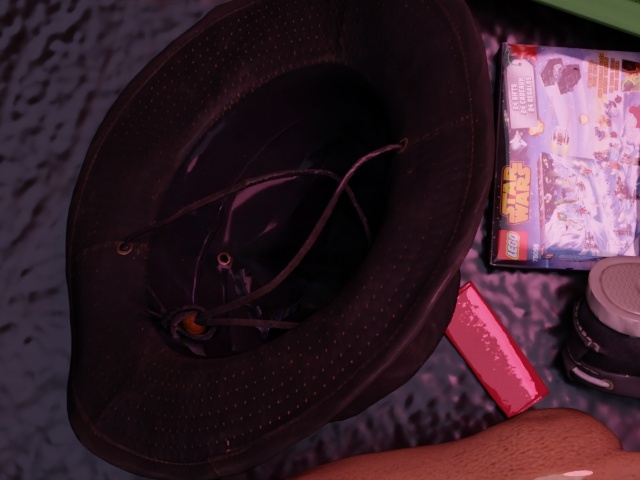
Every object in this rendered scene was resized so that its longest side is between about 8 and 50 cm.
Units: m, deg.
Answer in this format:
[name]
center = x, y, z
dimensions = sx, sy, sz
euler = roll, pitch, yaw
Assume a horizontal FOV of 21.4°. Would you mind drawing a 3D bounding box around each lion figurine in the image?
[lion figurine]
center = 0.047, 0.153, 0.887
dimensions = 0.392, 0.240, 0.142
euler = -27, 73, 4

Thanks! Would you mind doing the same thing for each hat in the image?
[hat]
center = 0.000, 0.000, 0.957
dimensions = 0.134, 0.331, 0.331
euler = 35, 85, -39

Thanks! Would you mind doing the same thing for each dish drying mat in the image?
[dish drying mat]
center = 0.103, 0.067, 1.032
dimensions = 0.032, 0.008, 0.083
euler = -35, 86, -4

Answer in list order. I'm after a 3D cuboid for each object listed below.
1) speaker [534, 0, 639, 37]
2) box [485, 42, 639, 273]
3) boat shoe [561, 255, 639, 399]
[speaker]
center = 0.158, -0.198, 0.995
dimensions = 0.297, 0.131, 0.131
euler = 19, 86, 1
[box]
center = 0.151, -0.049, 1.031
dimensions = 0.094, 0.027, 0.137
euler = 4, 85, -2
[boat shoe]
center = 0.261, 0.070, 1.010
dimensions = 0.233, 0.084, 0.079
euler = 11, 124, -6
